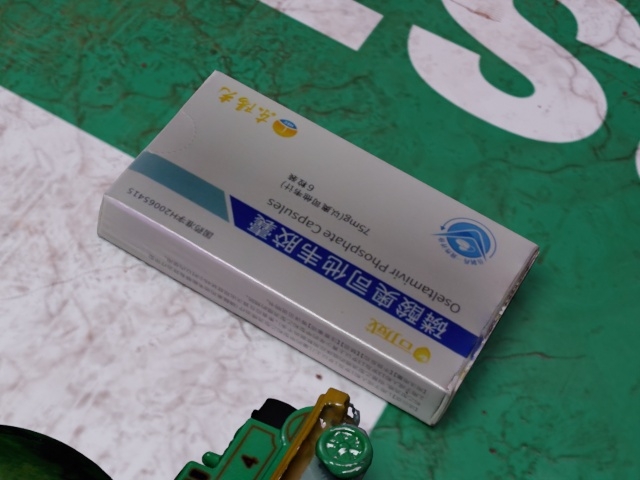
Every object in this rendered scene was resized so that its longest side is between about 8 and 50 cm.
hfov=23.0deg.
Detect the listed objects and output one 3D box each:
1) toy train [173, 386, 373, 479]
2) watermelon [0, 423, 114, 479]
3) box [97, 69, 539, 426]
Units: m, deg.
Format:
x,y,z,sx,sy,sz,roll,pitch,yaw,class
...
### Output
x,y,z,sx,sy,sz,roll,pitch,yaw,class
-0.042,0.197,1.201,0.136,0.091,0.227,20,49,14,toy train
-0.223,0.240,1.019,0.242,0.242,0.242,8,51,-9,watermelon
0.000,0.000,1.384,0.343,0.065,0.200,29,50,9,box
